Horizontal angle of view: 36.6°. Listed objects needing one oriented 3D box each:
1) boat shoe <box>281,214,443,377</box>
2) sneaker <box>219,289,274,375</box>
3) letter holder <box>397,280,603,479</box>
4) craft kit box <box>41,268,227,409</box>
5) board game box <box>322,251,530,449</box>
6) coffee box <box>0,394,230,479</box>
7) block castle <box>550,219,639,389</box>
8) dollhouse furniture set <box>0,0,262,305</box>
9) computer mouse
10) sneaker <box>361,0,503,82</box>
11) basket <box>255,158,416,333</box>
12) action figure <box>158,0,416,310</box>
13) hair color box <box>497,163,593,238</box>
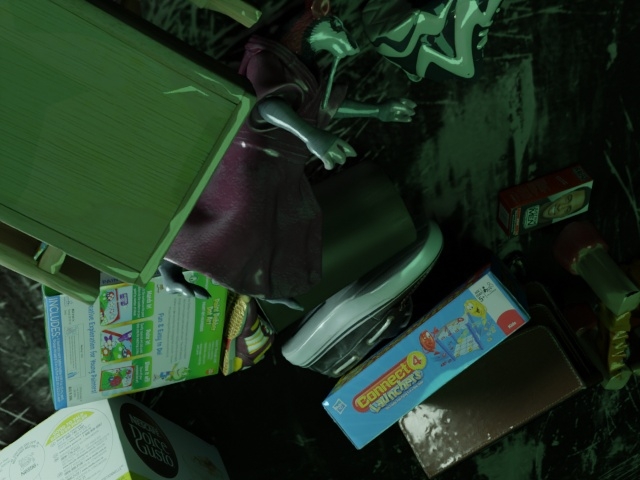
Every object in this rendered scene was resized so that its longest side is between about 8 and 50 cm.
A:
[{"bbox_3d":[0.080,0.087,1.444,0.119,0.121,0.335,28,128,-26],"label":"boat shoe"},{"bbox_3d":[-0.107,0.125,1.435,0.083,0.070,0.185,-16,147,-27],"label":"sneaker"},{"bbox_3d":[0.270,0.219,1.599,0.301,0.214,0.152,-36,163,21],"label":"letter holder"},{"bbox_3d":[-0.256,0.119,1.346,0.246,0.061,0.250,-8,138,-19],"label":"craft kit box"},{"bbox_3d":[0.168,0.155,1.467,0.308,0.086,0.302,-40,177,11],"label":"board game box"},{"bbox_3d":[-0.326,0.483,1.484,0.338,0.334,0.337,-35,140,7],"label":"coffee box"},{"bbox_3d":[0.609,0.031,1.630,0.453,0.213,0.303,-23,138,-9],"label":"block castle"},{"bbox_3d":[-0.216,-0.150,0.786,0.256,0.394,0.362,28,103,-17],"label":"dollhouse furniture set"},{"bbox_3d":[0.375,0.090,1.689,0.071,0.041,0.242,-36,140,11],"label":"computer mouse"},{"bbox_3d":[0.179,-0.266,1.137,0.235,0.094,0.153,-34,142,8],"label":"sneaker"},{"bbox_3d":[0.000,0.000,1.285,0.226,0.154,0.204,-30,165,-4],"label":"basket"},{"bbox_3d":[-0.060,-0.114,1.104,0.248,0.275,0.370,-3,108,-70],"label":"action figure"},{"bbox_3d":[0.348,-0.061,1.502,0.141,0.043,0.072,-20,140,-10],"label":"hair color box"}]
